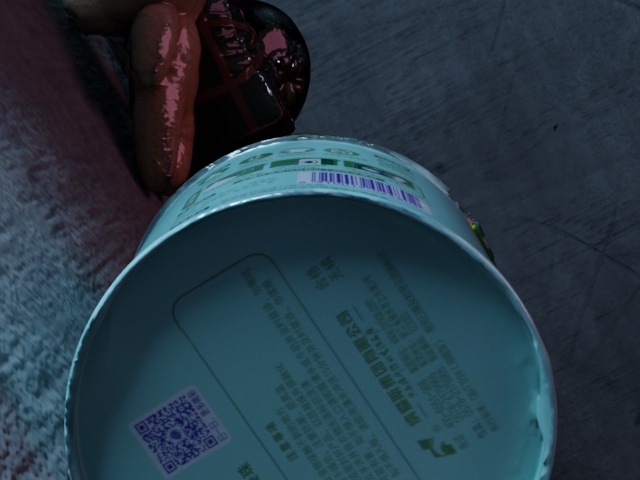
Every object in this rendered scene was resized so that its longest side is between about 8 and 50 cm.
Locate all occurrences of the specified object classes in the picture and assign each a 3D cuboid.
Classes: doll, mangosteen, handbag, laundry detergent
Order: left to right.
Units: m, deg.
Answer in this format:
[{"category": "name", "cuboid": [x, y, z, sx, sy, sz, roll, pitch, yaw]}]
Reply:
[{"category": "doll", "cuboid": [-0.202, -0.200, 1.320, 0.201, 0.156, 0.303, 89, 3, -84]}, {"category": "handbag", "cuboid": [-0.142, -0.198, 1.497, 0.215, 0.169, 0.155, 64, 6, 6]}, {"category": "mangosteen", "cuboid": [-0.126, -0.251, 1.789, 0.243, 0.243, 0.243, 62, 6, -11]}, {"category": "laundry detergent", "cuboid": [-0.005, 0.078, 0.839, 0.287, 0.287, 0.305, 62, 6, -10]}]

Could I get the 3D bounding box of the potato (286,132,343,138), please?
[{"category": "potato", "cuboid": [-0.002, 0.001, 1.531, 0.216, 0.216, 0.304, -111, -161, -46]}]
